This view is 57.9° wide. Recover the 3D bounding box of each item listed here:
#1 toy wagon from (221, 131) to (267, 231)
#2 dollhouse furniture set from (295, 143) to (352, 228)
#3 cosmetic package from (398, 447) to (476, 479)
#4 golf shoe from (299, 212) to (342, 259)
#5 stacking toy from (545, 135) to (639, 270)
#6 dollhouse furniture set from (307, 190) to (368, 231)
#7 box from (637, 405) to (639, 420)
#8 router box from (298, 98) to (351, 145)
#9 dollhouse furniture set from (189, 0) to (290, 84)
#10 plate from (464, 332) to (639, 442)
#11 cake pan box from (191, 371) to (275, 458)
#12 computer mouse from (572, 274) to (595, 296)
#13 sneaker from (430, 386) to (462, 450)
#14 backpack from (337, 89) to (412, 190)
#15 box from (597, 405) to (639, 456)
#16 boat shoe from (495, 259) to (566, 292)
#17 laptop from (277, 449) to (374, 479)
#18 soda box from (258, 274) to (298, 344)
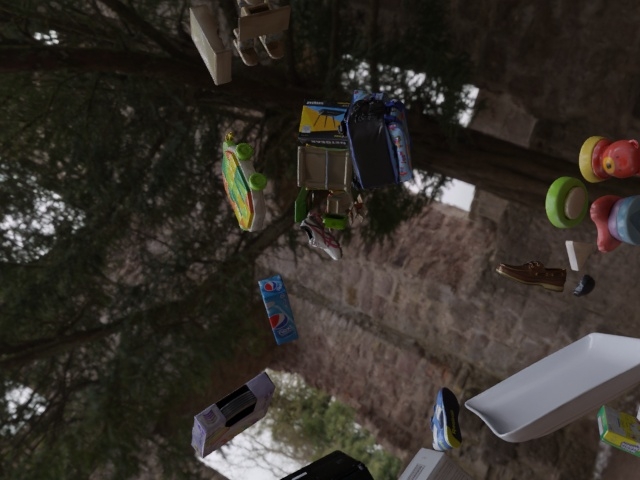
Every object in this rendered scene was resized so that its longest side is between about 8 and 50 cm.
[{"bbox_3d":[-0.262,-0.200,1.886,0.068,0.344,0.267,-16,-23,-23],"label":"toy wagon"},{"bbox_3d":[0.019,-0.214,2.076,0.151,0.197,0.302,-68,-18,-61],"label":"dollhouse furniture set"},{"bbox_3d":[0.398,0.747,1.560,0.155,0.365,0.197,-49,-2,-18],"label":"cosmetic package"},{"bbox_3d":[0.000,0.000,1.968,0.086,0.186,0.067,-42,9,-23],"label":"golf shoe"},{"bbox_3d":[0.731,-0.085,1.462,0.279,0.130,0.309,-38,-69,-20],"label":"stacking toy"},{"bbox_3d":[0.064,-0.149,2.475,0.262,0.135,0.259,-17,-19,-17],"label":"dollhouse furniture set"},{"bbox_3d":[0.809,0.320,1.205,0.275,0.094,0.113,-16,-58,-16],"label":"box"},{"bbox_3d":[0.031,-0.362,1.775,0.046,0.179,0.133,50,-133,-71],"label":"router box"},{"bbox_3d":[-0.179,-0.511,1.436,0.242,0.161,0.212,-22,-20,-18],"label":"dollhouse furniture set"},{"bbox_3d":[0.386,0.238,0.932,0.277,0.045,0.278,-28,-7,0],"label":"plate"},{"bbox_3d":[-0.263,0.525,1.736,0.245,0.070,0.267,-29,-25,-32],"label":"cake pan box"},{"bbox_3d":[0.781,0.137,1.709,0.071,0.041,0.242,-61,-22,9],"label":"computer mouse"},{"bbox_3d":[0.258,0.374,1.215,0.059,0.053,0.144,-46,19,37],"label":"sneaker"},{"bbox_3d":[0.107,-0.199,1.072,0.173,0.117,0.158,-80,-22,-49],"label":"backpack"},{"bbox_3d":[0.788,0.487,1.435,0.105,0.179,0.043,-50,-23,-60],"label":"box"},{"bbox_3d":[0.505,0.075,1.382,0.064,0.178,0.060,-120,44,-75],"label":"boat shoe"},{"bbox_3d":[0.005,0.581,1.231,0.234,0.137,0.264,-19,-2,-21],"label":"laptop"},{"bbox_3d":[-0.118,0.199,1.641,0.067,0.071,0.210,-18,-47,-7],"label":"soda box"}]
